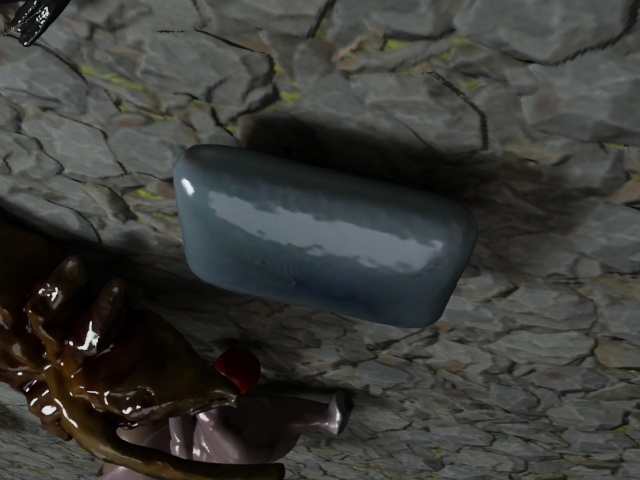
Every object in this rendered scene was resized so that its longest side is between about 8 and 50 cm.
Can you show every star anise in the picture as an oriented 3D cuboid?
[{"bbox_3d":[-0.204,0.103,0.754,0.292,0.109,0.349,-3,134,47],"label":"star anise"}]

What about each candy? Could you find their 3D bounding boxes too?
[{"bbox_3d":[0.000,0.000,0.550,0.174,0.071,0.138,13,153,3],"label":"candy"}]

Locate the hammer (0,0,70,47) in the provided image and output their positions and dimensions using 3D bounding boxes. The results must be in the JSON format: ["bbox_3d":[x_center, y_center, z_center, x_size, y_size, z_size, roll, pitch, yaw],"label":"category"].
[{"bbox_3d":[-0.200,-0.090,0.392,0.201,0.021,0.078,-25,168,-24],"label":"hammer"}]

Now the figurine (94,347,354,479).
[{"bbox_3d":[-0.119,0.196,0.926,0.287,0.186,0.176,-37,169,34],"label":"figurine"}]
